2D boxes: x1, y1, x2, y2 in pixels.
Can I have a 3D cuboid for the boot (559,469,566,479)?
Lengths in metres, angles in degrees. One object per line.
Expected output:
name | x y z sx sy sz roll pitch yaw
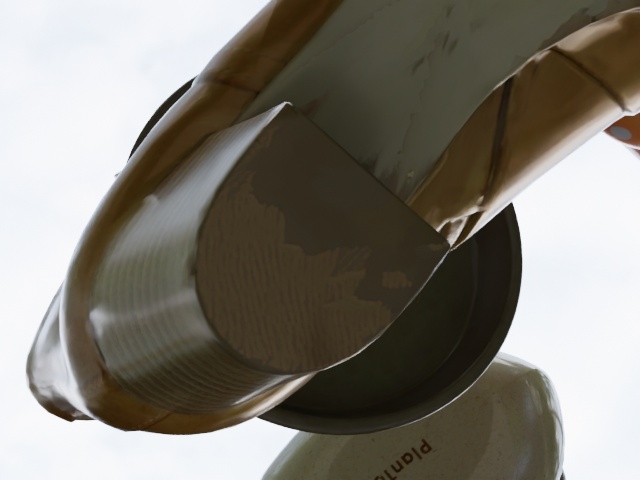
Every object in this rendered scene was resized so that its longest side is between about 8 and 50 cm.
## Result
boot | 0.173 0.231 1.456 0.118 0.042 0.087 -3 -83 -34

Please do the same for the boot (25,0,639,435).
boot | 0.028 -0.061 0.474 0.104 0.211 0.295 47 -108 -10

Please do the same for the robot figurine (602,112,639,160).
robot figurine | 0.229 -0.143 1.185 0.128 0.219 0.158 17 -74 -20

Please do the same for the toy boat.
toy boat | 0.046 0.148 1.302 0.267 0.148 0.318 -33 -118 -3

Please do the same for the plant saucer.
plant saucer | 0.000 0.000 1.069 0.278 0.041 0.277 7 -114 -15
